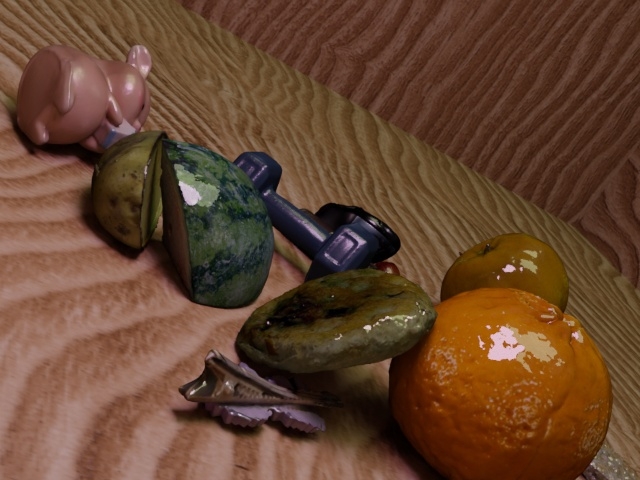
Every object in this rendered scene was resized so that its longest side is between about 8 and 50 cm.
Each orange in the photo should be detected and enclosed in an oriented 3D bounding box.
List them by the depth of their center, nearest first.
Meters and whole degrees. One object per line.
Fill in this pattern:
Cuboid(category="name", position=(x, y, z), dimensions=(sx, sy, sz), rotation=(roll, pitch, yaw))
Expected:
Cuboid(category="orange", position=(0.279, 0.225, 1.415), dimensions=(0.340, 0.293, 0.341), rotation=(31, 16, -10))
Cuboid(category="orange", position=(0.393, 0.115, 1.978), dimensions=(0.235, 0.279, 0.279), rotation=(64, 15, -9))

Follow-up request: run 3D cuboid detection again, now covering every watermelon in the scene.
Cuboid(category="watermelon", position=(-0.163, -0.009, 1.509), dimensions=(0.260, 0.256, 0.176), rotation=(13, -19, -31))

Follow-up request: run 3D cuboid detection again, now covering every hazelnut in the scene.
Cuboid(category="hazelnut", position=(0.130, 0.084, 1.907), dimensions=(0.086, 0.086, 0.086), rotation=(30, 17, -11))

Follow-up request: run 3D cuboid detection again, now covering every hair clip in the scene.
Cuboid(category="hair clip", position=(-0.074, 0.201, 1.225), dimensions=(0.292, 0.085, 0.106), rotation=(23, 15, -46))

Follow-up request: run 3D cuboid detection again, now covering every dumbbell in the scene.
Cuboid(category="dumbbell", position=(-0.051, -0.032, 1.769), dimensions=(0.324, 0.160, 0.144), rotation=(39, 46, 14))

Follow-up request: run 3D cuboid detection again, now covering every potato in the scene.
Cuboid(category="potato", position=(-0.314, -0.094, 1.496), dimensions=(0.111, 0.160, 0.272), rotation=(5, 23, -1))

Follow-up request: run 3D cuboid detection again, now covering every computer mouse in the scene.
Cuboid(category="computer mouse", position=(0.068, -0.007, 1.965), dimensions=(0.137, 0.096, 0.233), rotation=(47, -17, -27))

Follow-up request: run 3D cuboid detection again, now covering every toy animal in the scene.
Cuboid(category="toy animal", position=(-0.406, -0.250, 1.647), dimensions=(0.256, 0.195, 0.213), rotation=(15, 33, -53))

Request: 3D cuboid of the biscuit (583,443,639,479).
Cuboid(category="biscuit", position=(0.540, 0.432, 1.759), dimensions=(0.188, 0.040, 0.265), rotation=(23, 19, -32))

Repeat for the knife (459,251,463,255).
Cuboid(category="knife", position=(0.449, 0.097, 2.536), dimensions=(0.035, 0.018, 0.247), rotation=(18, 22, -35))

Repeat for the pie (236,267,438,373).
Cuboid(category="pie", position=(0.022, 0.113, 1.370), dimensions=(0.323, 0.071, 0.323), rotation=(-9, 15, 2))

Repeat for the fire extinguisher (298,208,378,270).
Cuboid(category="fire extinguisher", position=(0.000, 0.000, 1.878), dimensions=(0.267, 0.072, 0.089), rotation=(41, -13, 23))
